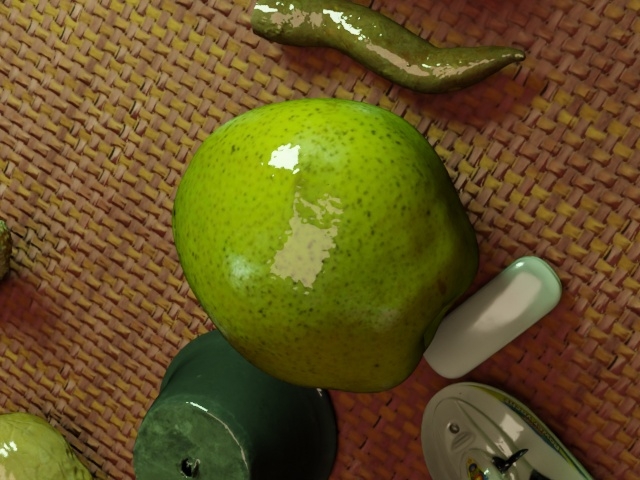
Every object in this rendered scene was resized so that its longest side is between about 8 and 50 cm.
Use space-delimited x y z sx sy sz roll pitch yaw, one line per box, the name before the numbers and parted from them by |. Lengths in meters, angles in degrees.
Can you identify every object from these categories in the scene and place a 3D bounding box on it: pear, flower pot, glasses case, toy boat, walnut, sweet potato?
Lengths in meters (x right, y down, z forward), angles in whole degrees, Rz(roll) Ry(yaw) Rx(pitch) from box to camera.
pear | 0.000 0.000 0.877 0.294 0.294 0.294 3 99 20
flower pot | -0.113 0.229 1.018 0.235 0.148 0.235 4 100 20
glasses case | 0.176 0.081 0.946 0.164 0.041 0.063 -42 84 20
toy boat | 0.206 0.269 0.918 0.269 0.141 0.141 45 110 -6
walnut | -0.365 0.296 1.128 0.144 0.144 0.180 -28 96 21
sweet potato | 0.066 -0.199 0.938 0.281 0.059 0.067 22 84 14

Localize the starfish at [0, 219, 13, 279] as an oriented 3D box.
starfish | -0.520 -0.002 1.146 0.398 0.132 0.383 -21 87 34
